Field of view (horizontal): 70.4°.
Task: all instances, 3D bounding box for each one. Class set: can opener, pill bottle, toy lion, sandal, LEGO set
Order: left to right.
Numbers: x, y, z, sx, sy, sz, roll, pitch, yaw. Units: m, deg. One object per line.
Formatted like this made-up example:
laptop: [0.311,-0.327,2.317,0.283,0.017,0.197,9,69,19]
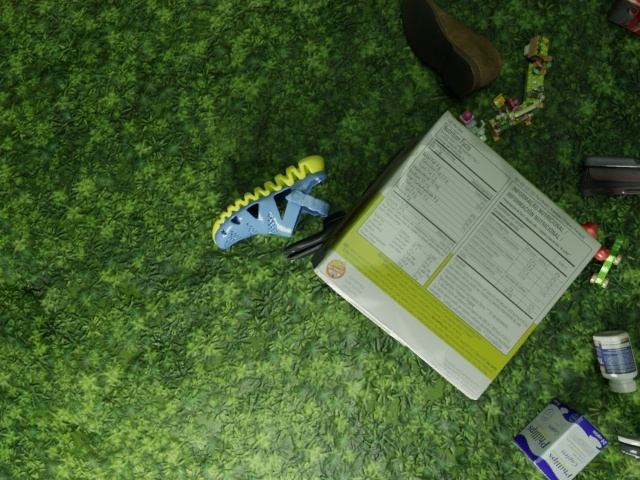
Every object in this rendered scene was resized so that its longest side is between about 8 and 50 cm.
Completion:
sandal: [-0.103,-0.064,1.047,0.317,0.126,0.138,-31,87,4]
can opener: [0.000,0.000,1.068,0.186,0.073,0.059,-31,122,6]
LEGO set: [0.452,-0.336,1.013,0.132,0.107,0.287,42,91,7]
toy lion: [0.629,0.040,0.985,0.034,0.096,0.100,27,129,30]
pill bottle: [0.633,0.258,0.970,0.066,0.067,0.120,-11,84,5]

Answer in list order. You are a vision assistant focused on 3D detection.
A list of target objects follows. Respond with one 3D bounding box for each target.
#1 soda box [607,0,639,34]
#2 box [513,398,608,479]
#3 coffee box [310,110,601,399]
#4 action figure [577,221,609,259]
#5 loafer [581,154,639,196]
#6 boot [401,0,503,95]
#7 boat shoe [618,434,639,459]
soda box: [0.763,-0.609,1.014,0.092,0.083,0.263,31,90,8]
box: [0.493,0.416,0.943,0.072,0.126,0.137,44,91,6]
coffee box: [0.213,0.020,0.869,0.338,0.337,0.334,39,90,-3]
action figure: [0.501,-0.041,1.005,0.091,0.139,0.280,-48,61,4]
loafer: [0.697,-0.115,0.924,0.302,0.109,0.095,20,110,46]
boot: [0.296,-0.466,1.049,0.115,0.112,0.305,-24,71,-20]
boat shoe: [0.759,0.475,0.918,0.302,0.114,0.091,15,82,7]
